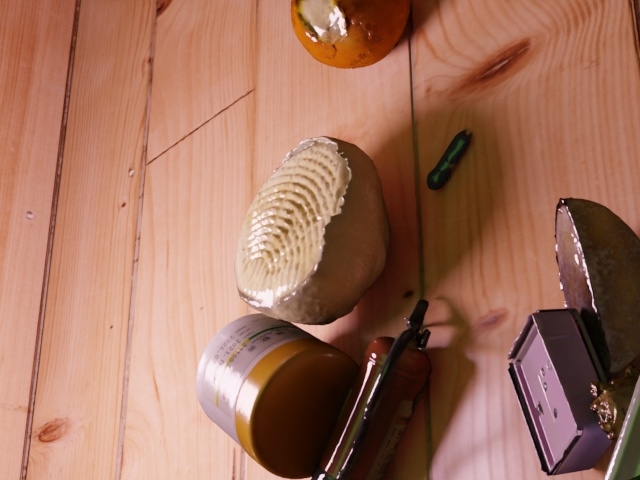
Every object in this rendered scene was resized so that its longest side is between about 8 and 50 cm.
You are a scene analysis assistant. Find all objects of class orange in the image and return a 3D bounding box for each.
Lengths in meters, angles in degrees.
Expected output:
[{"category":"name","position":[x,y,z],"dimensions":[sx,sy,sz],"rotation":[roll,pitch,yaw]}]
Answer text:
[{"category":"orange","position":[0.058,-0.451,1.997],"dimensions":[0.240,0.240,0.240],"rotation":[-26,55,45]}]

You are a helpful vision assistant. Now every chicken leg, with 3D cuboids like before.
[{"category":"chicken leg","position":[0.398,0.192,1.321],"dimensions":[0.093,0.178,0.070],"rotation":[38,131,15]}]

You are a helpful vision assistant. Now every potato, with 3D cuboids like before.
[{"category":"potato","position":[0.404,0.066,1.451],"dimensions":[0.120,0.100,0.261],"rotation":[94,165,-76]}]

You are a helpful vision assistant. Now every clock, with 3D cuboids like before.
[{"category":"clock","position":[0.331,0.206,1.421],"dimensions":[0.144,0.073,0.193],"rotation":[103,159,-51]}]

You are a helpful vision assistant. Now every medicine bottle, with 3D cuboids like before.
[{"category":"medicine bottle","position":[-0.071,0.268,1.829],"dimensions":[0.232,0.238,0.238],"rotation":[25,95,54]}]

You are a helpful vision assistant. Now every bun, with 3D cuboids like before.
[{"category":"bun","position":[0.005,-0.001,1.884],"dimensions":[0.364,0.202,0.364],"rotation":[-36,41,40]}]

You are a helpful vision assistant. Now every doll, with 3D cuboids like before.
[{"category":"doll","position":[0.226,-0.141,1.806],"dimensions":[0.125,0.027,0.037],"rotation":[-56,39,15]}]

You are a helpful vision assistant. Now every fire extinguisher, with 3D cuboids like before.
[{"category":"fire extinguisher","position":[0.101,0.279,1.683],"dimensions":[0.200,0.113,0.376],"rotation":[-134,66,-79]}]

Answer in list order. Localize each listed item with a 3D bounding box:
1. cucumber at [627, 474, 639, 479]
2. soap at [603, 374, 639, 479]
[{"category":"cucumber","position":[0.380,0.330,1.054],"dimensions":[0.191,0.130,0.191],"rotation":[16,109,56]},{"category":"soap","position":[0.443,0.235,1.227],"dimensions":[0.095,0.173,0.289],"rotation":[20,90,54]}]
